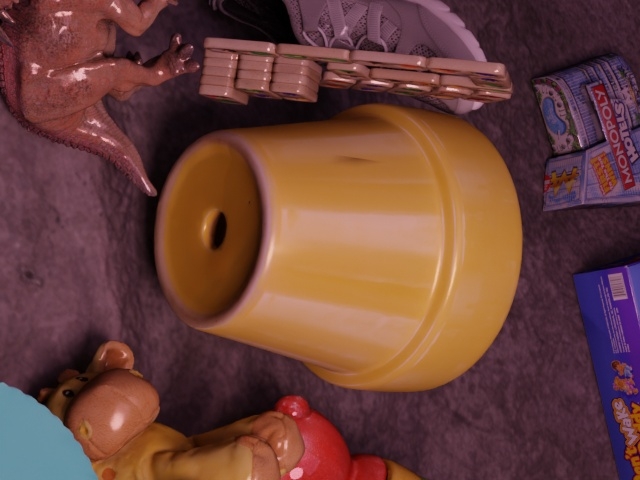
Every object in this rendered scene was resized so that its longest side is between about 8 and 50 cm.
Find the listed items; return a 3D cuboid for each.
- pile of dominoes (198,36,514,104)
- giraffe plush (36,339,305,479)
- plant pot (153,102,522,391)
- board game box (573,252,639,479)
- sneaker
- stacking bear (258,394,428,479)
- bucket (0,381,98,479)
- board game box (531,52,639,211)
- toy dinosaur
[{"bbox_3d":[0.032,-0.121,1.174,0.196,0.251,0.040,11,87,-77],"label":"pile of dominoes"},{"bbox_3d":[-0.145,0.166,1.126,0.170,0.210,0.181,52,28,-1],"label":"giraffe plush"},{"bbox_3d":[0.000,0.000,1.228,0.239,0.254,0.254,7,77,-39],"label":"plant pot"},{"bbox_3d":[0.434,0.181,1.710,0.233,0.078,0.347,-14,91,-44],"label":"board game box"},{"bbox_3d":[0.024,-0.179,1.316,0.115,0.281,0.105,-45,153,-31],"label":"sneaker"},{"bbox_3d":[0.038,0.257,1.273,0.289,0.164,0.175,43,99,-15],"label":"stacking bear"},{"bbox_3d":[-0.285,0.215,0.961,0.281,0.183,0.281,10,74,-41],"label":"bucket"},{"bbox_3d":[0.321,-0.111,1.677,0.194,0.060,0.194,-24,98,-44],"label":"board game box"},{"bbox_3d":[-0.217,-0.162,1.145,0.200,0.127,0.295,-27,126,-31],"label":"toy dinosaur"}]
